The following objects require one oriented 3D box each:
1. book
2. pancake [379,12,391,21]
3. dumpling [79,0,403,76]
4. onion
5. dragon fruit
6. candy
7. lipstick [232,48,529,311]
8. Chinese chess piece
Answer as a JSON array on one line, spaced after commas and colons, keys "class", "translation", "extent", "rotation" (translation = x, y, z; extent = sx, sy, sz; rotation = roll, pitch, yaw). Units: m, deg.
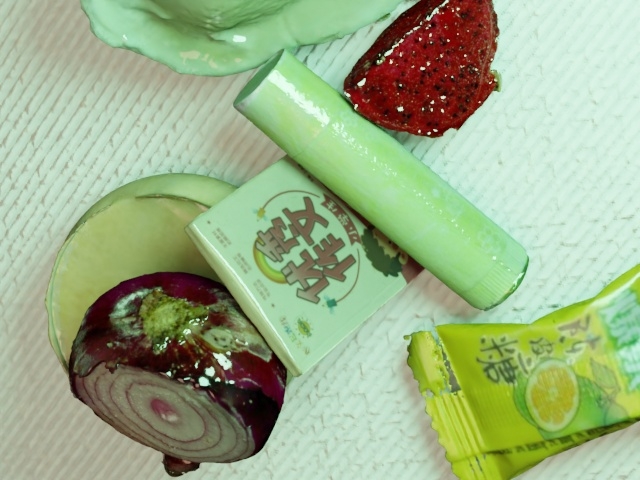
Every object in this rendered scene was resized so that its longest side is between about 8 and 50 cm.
[{"class": "book", "translation": [0.000, 0.000, 1.422], "extent": [0.162, 0.232, 0.022], "rotation": [53, 136, 0]}, {"class": "pancake", "translation": [0.053, -0.268, 1.448], "extent": [0.116, 0.022, 0.129], "rotation": [28, 104, 7]}, {"class": "dumpling", "translation": [-0.063, -0.297, 1.369], "extent": [0.320, 0.211, 0.270], "rotation": [-35, 81, 36]}, {"class": "onion", "translation": [-0.120, 0.128, 1.425], "extent": [0.195, 0.140, 0.218], "rotation": [7, 142, 11]}, {"class": "dragon fruit", "translation": [0.097, -0.154, 1.434], "extent": [0.162, 0.083, 0.106], "rotation": [-44, 110, -6]}, {"class": "candy", "translation": [0.236, 0.129, 1.458], "extent": [0.297, 0.081, 0.187], "rotation": [-21, 95, 18]}, {"class": "lipstick", "translation": [0.060, -0.051, 1.430], "extent": [0.304, 0.076, 0.076], "rotation": [40, 110, -13]}, {"class": "Chinese chess piece", "translation": [-0.135, 0.063, 1.530], "extent": [0.257, 0.104, 0.257], "rotation": [3, 103, 13]}]
